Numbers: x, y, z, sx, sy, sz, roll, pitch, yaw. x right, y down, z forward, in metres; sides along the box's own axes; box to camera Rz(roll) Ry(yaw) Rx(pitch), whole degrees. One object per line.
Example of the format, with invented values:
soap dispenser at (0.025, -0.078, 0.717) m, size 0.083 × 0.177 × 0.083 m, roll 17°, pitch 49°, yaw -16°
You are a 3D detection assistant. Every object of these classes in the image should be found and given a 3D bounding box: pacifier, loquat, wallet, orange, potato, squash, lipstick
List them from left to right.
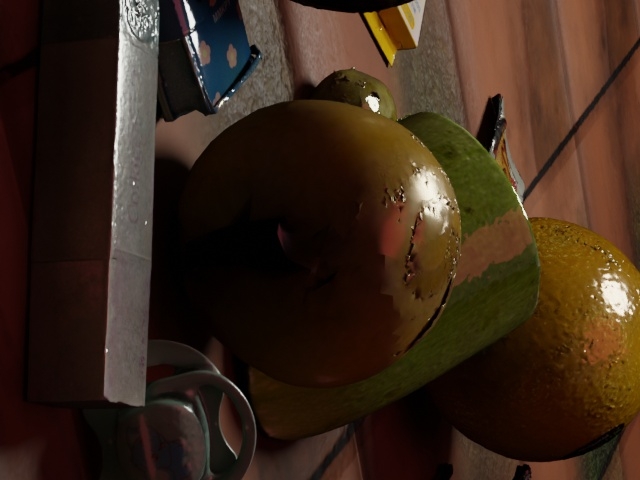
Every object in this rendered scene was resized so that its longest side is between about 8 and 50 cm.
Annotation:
lipstick at (-0.160, -0.041, 1.348) m, size 0.066 × 0.068 × 0.317 m, roll 25°, pitch 64°, yaw -66°
pacifier at (-0.112, 0.137, 1.413) m, size 0.116 × 0.127 × 0.150 m, roll -104°, pitch 178°, yaw -76°
wallet at (-0.110, -0.206, 1.509) m, size 0.141 × 0.059 × 0.202 m, roll -56°, pitch 138°, yaw -53°
loquat at (0.000, 0.000, 1.524) m, size 0.235 × 0.235 × 0.235 m, roll -3°, pitch 90°, yaw -68°
squash at (0.030, 0.055, 1.753) m, size 0.309 × 0.210 × 0.233 m, roll -26°, pitch 128°, yaw -21°
potato at (0.038, -0.116, 1.843) m, size 0.138 × 0.070 × 0.091 m, roll 31°, pitch 63°, yaw -64°
orange at (0.233, 0.107, 2.047) m, size 0.274 × 0.274 × 0.274 m, roll -3°, pitch 90°, yaw -68°

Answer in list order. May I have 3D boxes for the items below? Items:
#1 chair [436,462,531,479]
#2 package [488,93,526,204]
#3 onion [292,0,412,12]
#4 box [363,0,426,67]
chair at (0.154, 0.336, 2.021) m, size 0.229 × 0.106 × 0.113 m, roll -44°, pitch 128°, yaw -63°
package at (0.216, -0.057, 2.325) m, size 0.239 × 0.030 × 0.154 m, roll -67°, pitch 148°, yaw -49°
onion at (0.032, -0.357, 1.607) m, size 0.260 × 0.282 × 0.336 m, roll 71°, pitch 4°, yaw -83°
box at (0.088, -0.321, 2.044) m, size 0.129 × 0.033 × 0.247 m, roll 57°, pitch 36°, yaw -51°
